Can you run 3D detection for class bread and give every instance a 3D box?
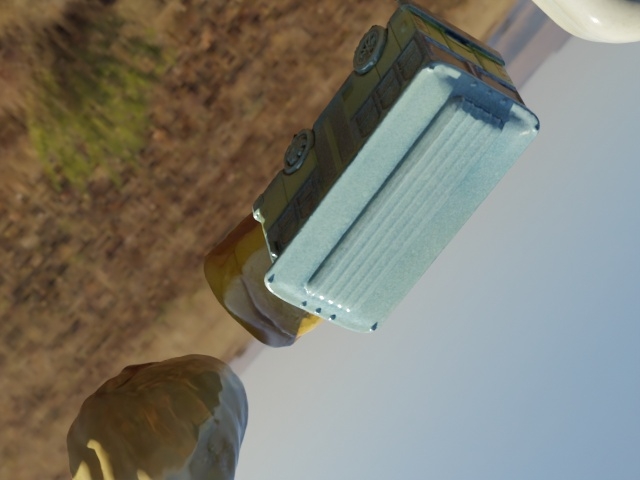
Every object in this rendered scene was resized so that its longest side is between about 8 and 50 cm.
[{"bbox_3d":[0.000,0.000,1.677,0.294,0.167,0.132,-40,-168,3],"label":"bread"}]

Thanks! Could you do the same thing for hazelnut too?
[{"bbox_3d":[-0.198,0.282,1.733,0.261,0.241,0.261,-17,-151,10],"label":"hazelnut"}]

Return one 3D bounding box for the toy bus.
[{"bbox_3d":[0.069,-0.078,1.377,0.312,0.152,0.190,-52,-153,24],"label":"toy bus"}]

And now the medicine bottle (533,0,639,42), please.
[{"bbox_3d":[0.167,-0.335,0.918,0.282,0.375,0.123,-47,-172,2],"label":"medicine bottle"}]
